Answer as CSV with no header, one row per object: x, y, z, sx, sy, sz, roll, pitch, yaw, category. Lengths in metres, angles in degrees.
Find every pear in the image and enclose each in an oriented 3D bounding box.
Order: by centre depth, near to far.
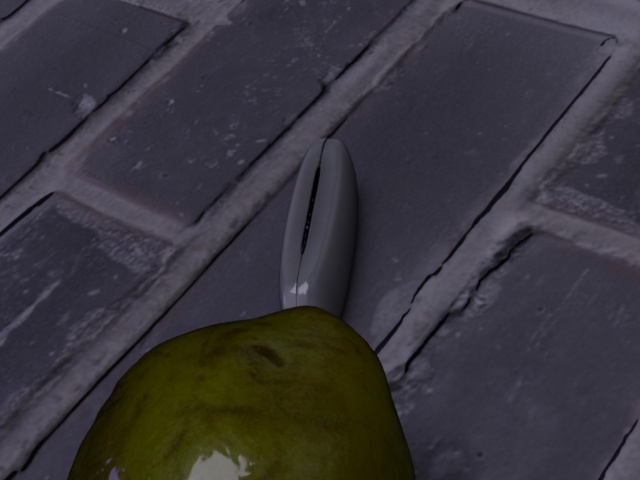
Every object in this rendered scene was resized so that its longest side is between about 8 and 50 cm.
-0.060,0.197,0.910,0.269,0.269,0.321,21,68,32,pear

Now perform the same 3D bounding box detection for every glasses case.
0.000,0.000,1.200,0.059,0.092,0.233,-2,49,12,glasses case
